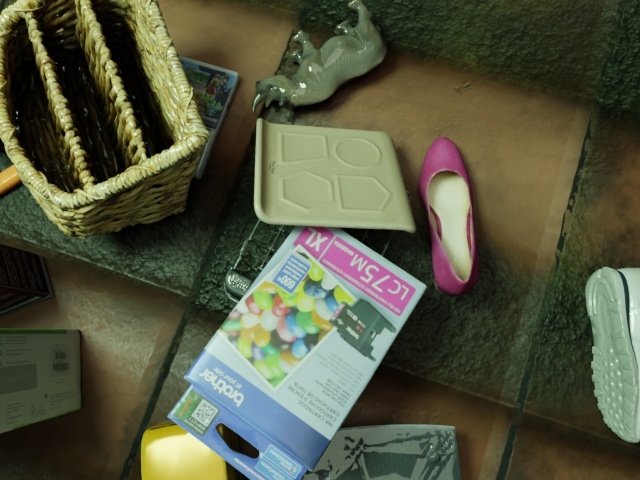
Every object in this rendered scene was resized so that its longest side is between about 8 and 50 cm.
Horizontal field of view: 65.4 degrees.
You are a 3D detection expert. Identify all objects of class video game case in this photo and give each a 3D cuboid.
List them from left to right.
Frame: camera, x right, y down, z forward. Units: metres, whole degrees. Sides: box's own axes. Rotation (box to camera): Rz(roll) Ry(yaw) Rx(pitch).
[{"bbox_3d":[-0.253,-0.212,0.800,0.201,0.023,0.184,18,80,6],"label":"video game case"}]

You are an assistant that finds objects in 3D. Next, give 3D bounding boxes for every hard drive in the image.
[{"bbox_3d":[0.059,0.335,0.667,0.254,0.054,0.172,-5,79,1],"label":"hard drive"}]

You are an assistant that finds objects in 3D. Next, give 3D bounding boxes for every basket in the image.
[{"bbox_3d":[-0.301,-0.179,0.640,0.213,0.223,0.299,-17,78,-27],"label":"basket"}]

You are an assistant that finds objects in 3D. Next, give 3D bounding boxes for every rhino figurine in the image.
[{"bbox_3d":[-0.006,-0.268,0.778,0.243,0.073,0.106,-34,77,-3],"label":"rhino figurine"}]

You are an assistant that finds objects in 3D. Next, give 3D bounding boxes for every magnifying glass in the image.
[{"bbox_3d":[-0.537,-0.065,0.778,0.230,0.026,0.092,-33,80,-5],"label":"magnifying glass"}]

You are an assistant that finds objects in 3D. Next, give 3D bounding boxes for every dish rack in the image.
[{"bbox_3d":[0.000,0.000,0.728,0.208,0.074,0.272,26,79,5],"label":"dish rack"}]

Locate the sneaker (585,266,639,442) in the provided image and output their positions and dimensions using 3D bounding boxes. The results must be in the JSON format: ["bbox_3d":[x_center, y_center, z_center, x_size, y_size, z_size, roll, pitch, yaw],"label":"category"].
[{"bbox_3d":[0.433,0.153,0.679,0.094,0.090,0.235,4,80,-7],"label":"sneaker"}]

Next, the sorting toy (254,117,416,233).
[{"bbox_3d":[0.015,-0.085,0.670,0.208,0.038,0.193,5,48,-12],"label":"sorting toy"}]

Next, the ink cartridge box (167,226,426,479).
[{"bbox_3d":[-0.027,0.134,0.615,0.185,0.065,0.311,34,75,8],"label":"ink cartridge box"}]

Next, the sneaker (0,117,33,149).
[{"bbox_3d":[-0.522,-0.217,0.768,0.269,0.090,0.145,-1,80,9],"label":"sneaker"}]

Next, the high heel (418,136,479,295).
[{"bbox_3d":[0.184,-0.044,0.704,0.082,0.117,0.244,5,79,3],"label":"high heel"}]

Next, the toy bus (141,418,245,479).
[{"bbox_3d":[-0.143,0.394,0.622,0.108,0.130,0.333,-11,79,-2],"label":"toy bus"}]

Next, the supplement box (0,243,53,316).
[{"bbox_3d":[-0.478,0.053,0.643,0.130,0.239,0.073,-22,79,-3],"label":"supplement box"}]

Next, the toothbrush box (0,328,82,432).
[{"bbox_3d":[-0.492,0.187,0.635,0.283,0.206,0.122,-8,79,1],"label":"toothbrush box"}]
